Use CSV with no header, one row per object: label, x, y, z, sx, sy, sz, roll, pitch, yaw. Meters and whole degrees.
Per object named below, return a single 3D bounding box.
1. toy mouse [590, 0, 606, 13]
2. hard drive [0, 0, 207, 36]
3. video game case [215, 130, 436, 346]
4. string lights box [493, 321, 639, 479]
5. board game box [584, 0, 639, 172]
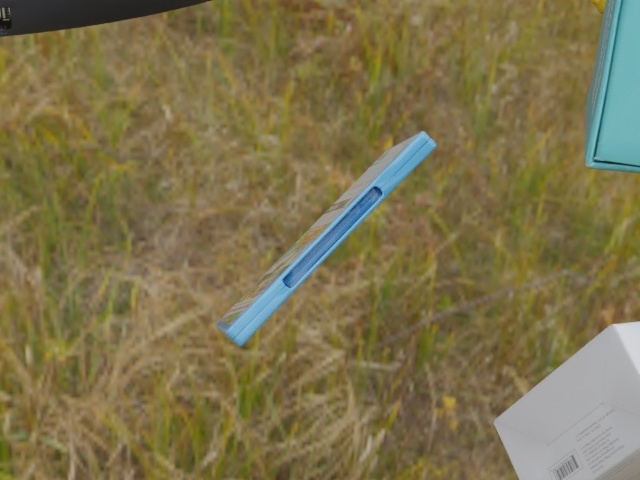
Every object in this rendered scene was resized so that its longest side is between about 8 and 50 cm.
toy mouse,0.209,-0.198,0.849,0.031,0.161,0.143,1,50,53
hard drive,-0.205,-0.257,1.113,0.255,0.054,0.172,-12,72,-17
video game case,0.000,0.000,0.858,0.015,0.119,0.166,45,84,-4
string lights box,0.262,0.111,0.941,0.260,0.133,0.076,-3,59,-37
board game box,0.270,-0.127,0.425,0.336,0.253,0.079,9,25,7
